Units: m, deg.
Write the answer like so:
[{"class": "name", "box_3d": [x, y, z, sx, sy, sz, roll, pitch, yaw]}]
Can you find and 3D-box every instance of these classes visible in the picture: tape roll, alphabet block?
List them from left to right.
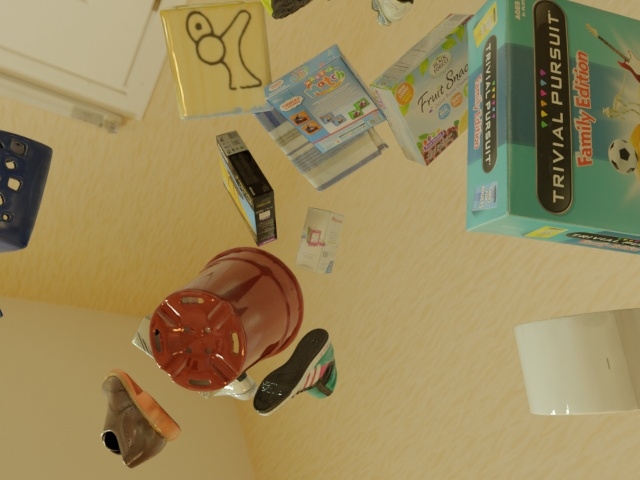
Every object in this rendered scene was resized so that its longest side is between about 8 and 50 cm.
[{"class": "alphabet block", "box_3d": [-0.200, -0.366, 1.039, 0.192, 0.197, 0.193, -8, -153, -9]}, {"class": "tape roll", "box_3d": [0.507, 0.230, 0.984, 0.246, 0.246, 0.169, 8, -110, -43]}]

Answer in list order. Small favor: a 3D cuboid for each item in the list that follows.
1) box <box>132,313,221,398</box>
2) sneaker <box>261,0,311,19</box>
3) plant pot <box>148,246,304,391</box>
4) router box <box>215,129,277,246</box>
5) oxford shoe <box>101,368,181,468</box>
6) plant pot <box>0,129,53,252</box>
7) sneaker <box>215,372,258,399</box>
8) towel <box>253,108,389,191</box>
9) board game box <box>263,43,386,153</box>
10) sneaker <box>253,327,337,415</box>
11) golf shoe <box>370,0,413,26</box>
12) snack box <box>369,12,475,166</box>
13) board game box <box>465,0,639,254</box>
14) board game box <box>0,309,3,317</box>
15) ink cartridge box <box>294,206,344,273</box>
[{"class": "box", "box_3d": [-0.373, 0.310, 1.446, 0.275, 0.094, 0.113, 32, -169, 13]}, {"class": "sneaker", "box_3d": [-0.012, -0.347, 0.584, 0.121, 0.111, 0.300, 49, -146, -10]}, {"class": "plant pot", "box_3d": [-0.200, 0.166, 1.085, 0.272, 0.272, 0.265, 35, -165, 7]}, {"class": "router box", "box_3d": [-0.136, -0.096, 0.966, 0.046, 0.133, 0.179, -21, -126, -17]}, {"class": "oxford shoe", "box_3d": [-0.448, 0.392, 1.176, 0.363, 0.133, 0.130, 3, 131, 55]}, {"class": "plant pot", "box_3d": [-0.713, -0.114, 1.029, 0.212, 0.235, 0.236, 36, -126, -55]}, {"class": "sneaker", "box_3d": [-0.298, 0.424, 1.616, 0.094, 0.258, 0.091, -41, -63, -46]}, {"class": "towel", "box_3d": [0.007, -0.252, 1.205, 0.285, 0.209, 0.034, 46, -161, -39]}, {"class": "board game box", "box_3d": [0.016, -0.265, 1.016, 0.211, 0.160, 0.039, 34, -142, -54]}, {"class": "sneaker", "box_3d": [-0.055, 0.412, 1.493, 0.123, 0.178, 0.295, 17, -128, 44]}, {"class": "golf shoe", "box_3d": [0.110, -0.492, 0.962, 0.176, 0.086, 0.069, 50, -119, -19]}, {"class": "snack box", "box_3d": [0.210, -0.267, 0.931, 0.070, 0.207, 0.174, 34, 164, 51]}, {"class": "board game box", "box_3d": [0.333, -0.119, 0.587, 0.336, 0.254, 0.079, 7, 167, -15]}, {"class": "board game box", "box_3d": [-0.459, 0.102, 0.551, 0.047, 0.160, 0.210, 47, -126, 4]}, {"class": "ink cartridge box", "box_3d": [0.000, 0.000, 1.030, 0.052, 0.123, 0.088, 15, -179, 20]}]
